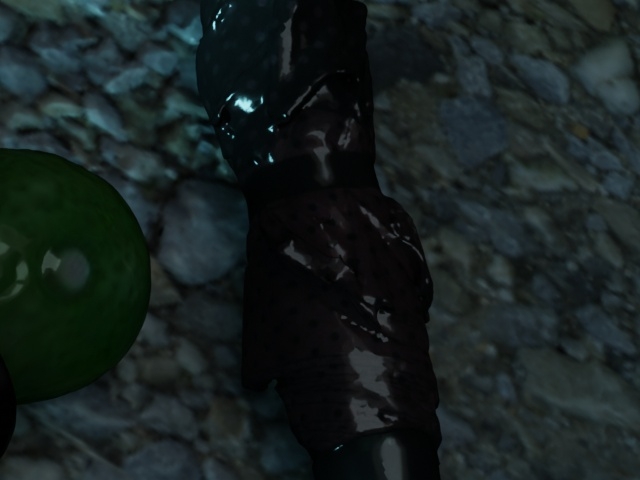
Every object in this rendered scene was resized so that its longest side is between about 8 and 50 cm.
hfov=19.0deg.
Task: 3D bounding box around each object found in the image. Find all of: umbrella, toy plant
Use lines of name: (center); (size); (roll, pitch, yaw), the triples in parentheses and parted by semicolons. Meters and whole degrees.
umbrella: (0.000, 0.000, 0.888); (0.090, 0.094, 0.326); (0, 65, -27)
toy plant: (-0.176, 0.018, 0.741); (0.235, 0.175, 0.218); (-51, 134, -30)
